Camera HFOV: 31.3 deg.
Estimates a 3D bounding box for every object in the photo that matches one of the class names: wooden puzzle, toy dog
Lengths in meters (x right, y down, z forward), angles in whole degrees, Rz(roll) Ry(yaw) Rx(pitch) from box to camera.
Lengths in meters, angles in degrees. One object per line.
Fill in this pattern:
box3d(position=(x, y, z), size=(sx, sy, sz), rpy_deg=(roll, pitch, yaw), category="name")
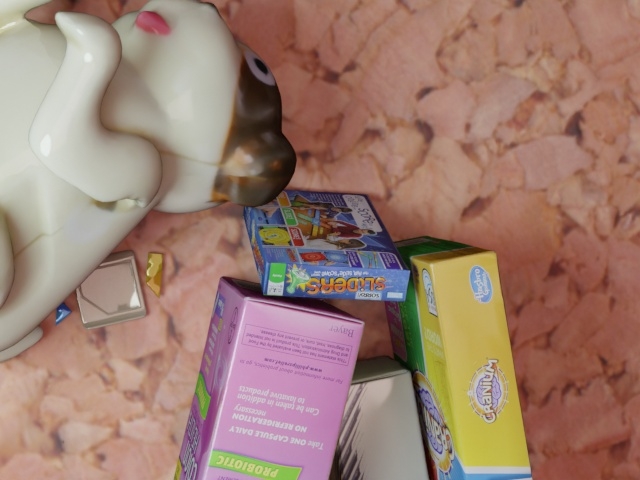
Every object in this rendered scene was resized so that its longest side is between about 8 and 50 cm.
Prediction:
box3d(position=(-0.220, 0.051, 1.191), size=(0.116, 0.014, 0.078), rpy_deg=(-5, 90, -10), category="wooden puzzle")
box3d(position=(-0.220, -0.068, 1.034), size=(0.408, 0.284, 0.395), rpy_deg=(-29, 129, -18), category="toy dog")

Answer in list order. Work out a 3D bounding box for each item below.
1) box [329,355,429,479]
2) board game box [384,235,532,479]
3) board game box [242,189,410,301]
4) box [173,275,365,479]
box3d(position=(0.063, 0.269, 1.208), size=(0.094, 0.113, 0.275), rpy_deg=(-11, 94, -9), category="box")
box3d(position=(0.136, 0.161, 1.149), size=(0.064, 0.242, 0.316), rpy_deg=(-11, 95, -9), category="board game box")
box3d(position=(0.000, 0.000, 1.134), size=(0.136, 0.201, 0.035), rpy_deg=(3, 112, -10), category="board game box")
box3d(position=(-0.060, 0.171, 1.126), size=(0.117, 0.213, 0.243), rpy_deg=(12, 92, -11), category="box")
